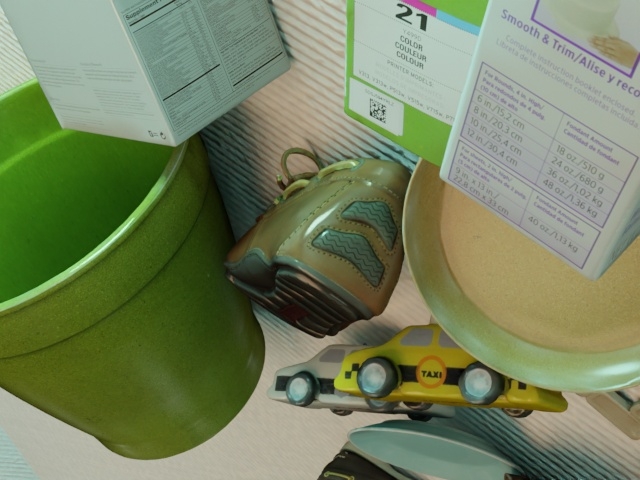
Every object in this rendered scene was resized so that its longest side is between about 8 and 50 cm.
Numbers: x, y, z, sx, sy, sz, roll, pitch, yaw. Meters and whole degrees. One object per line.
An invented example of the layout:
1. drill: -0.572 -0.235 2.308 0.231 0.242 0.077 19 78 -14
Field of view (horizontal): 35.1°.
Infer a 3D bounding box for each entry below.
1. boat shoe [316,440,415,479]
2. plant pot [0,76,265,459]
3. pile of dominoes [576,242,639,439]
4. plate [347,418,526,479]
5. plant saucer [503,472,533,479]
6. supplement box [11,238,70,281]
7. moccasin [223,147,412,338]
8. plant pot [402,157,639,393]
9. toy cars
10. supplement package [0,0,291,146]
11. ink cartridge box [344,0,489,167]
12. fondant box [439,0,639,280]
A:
1. boat shoe: 0.096 0.323 1.208 0.227 0.068 0.081 24 141 37
2. plant pot: -0.232 0.052 1.116 0.366 0.366 0.353 19 150 40
3. pile of dominoes: 0.216 0.042 0.807 0.251 0.040 0.196 39 148 2
4. plate: 0.121 0.216 1.047 0.188 0.024 0.188 13 157 5
5. plant saucer: 0.244 0.365 0.948 0.310 0.050 0.311 -16 -90 -88
6. supplement box: -0.436 -0.024 1.395 0.356 0.195 0.194 32 144 27
7. moccasin: -0.003 -0.002 0.923 0.139 0.147 0.380 33 167 -1
8. plant pot: 0.175 -0.002 0.713 0.236 0.032 0.236 9 116 18
9. toy cars: 0.078 0.119 0.961 0.176 0.087 0.393 11 166 -17
10. supplement package: -0.167 -0.213 0.889 0.194 0.149 0.203 13 133 45
11. ink cartridge box: 0.106 -0.187 0.527 0.097 0.189 0.255 33 145 27
12. fondant box: 0.182 -0.167 0.404 0.096 0.238 0.330 37 147 21
